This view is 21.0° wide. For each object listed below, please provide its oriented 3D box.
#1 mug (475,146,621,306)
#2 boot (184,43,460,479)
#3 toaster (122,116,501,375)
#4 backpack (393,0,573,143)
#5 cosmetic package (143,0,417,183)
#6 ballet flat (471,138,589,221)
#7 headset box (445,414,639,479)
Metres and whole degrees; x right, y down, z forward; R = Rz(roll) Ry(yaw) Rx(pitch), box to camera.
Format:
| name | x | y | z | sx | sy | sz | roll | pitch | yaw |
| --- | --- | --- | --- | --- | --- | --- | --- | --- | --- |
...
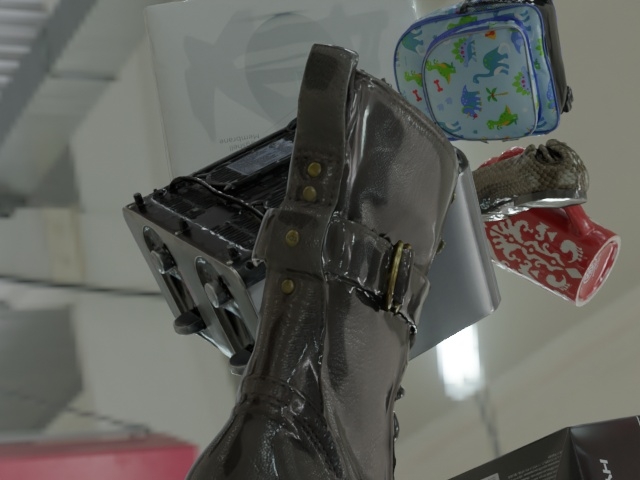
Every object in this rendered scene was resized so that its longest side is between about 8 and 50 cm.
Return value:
| name | x | y | z | sx | sy | sz | roll | pitch | yaw |
| --- | --- | --- | --- | --- | --- | --- | --- | --- | --- |
| mug | 0.237 | -0.013 | 1.915 | 0.169 | 0.150 | 0.113 | 32 | -103 | 23 |
| boot | 0.020 | 0.063 | 0.720 | 0.263 | 0.091 | 0.229 | 57 | 46 | -65 |
| toaster | 0.000 | 0.000 | 1.014 | 0.168 | 0.185 | 0.110 | 26 | -41 | 57 |
| backpack | 0.111 | -0.120 | 1.226 | 0.114 | 0.084 | 0.105 | -5 | -72 | 23 |
| cosmetic package | -0.018 | -0.084 | 1.440 | 0.138 | 0.224 | 0.225 | 94 | -13 | -71 |
| ballet flat | 0.153 | -0.051 | 1.558 | 0.250 | 0.084 | 0.058 | -11 | -100 | 60 |
| headset box | 0.249 | 0.190 | 1.241 | 0.218 | 0.293 | 0.110 | -37 | -117 | 56 |
